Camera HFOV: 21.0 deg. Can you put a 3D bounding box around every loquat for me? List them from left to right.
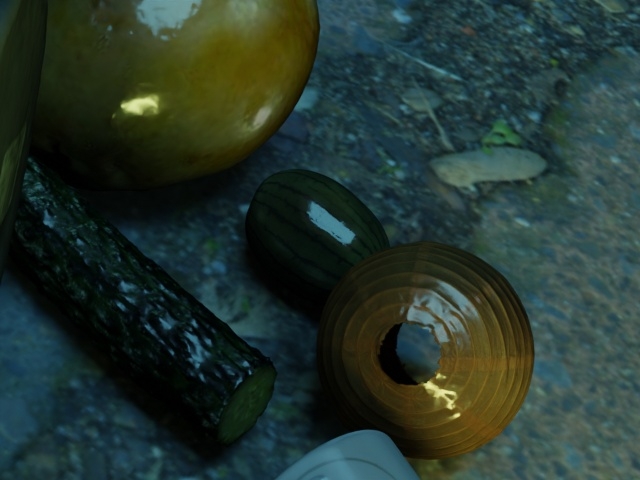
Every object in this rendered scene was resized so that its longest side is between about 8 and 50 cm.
[{"bbox_3d":[-0.107,-0.126,1.137,0.227,0.179,0.179,-25,62,-37],"label":"loquat"}]

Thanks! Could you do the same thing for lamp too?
[{"bbox_3d":[0.063,0.068,1.055,0.136,0.136,0.136,13,43,-13],"label":"lamp"}]

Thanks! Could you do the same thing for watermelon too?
[{"bbox_3d":[0.000,0.000,1.137,0.111,0.078,0.078,42,45,16],"label":"watermelon"}]

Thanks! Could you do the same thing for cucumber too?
[{"bbox_3d":[-0.147,0.014,1.062,0.293,0.067,0.067,40,44,21],"label":"cucumber"}]

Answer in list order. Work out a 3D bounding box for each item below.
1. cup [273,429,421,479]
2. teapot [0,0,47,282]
[{"bbox_3d":[0.019,0.187,0.940,0.136,0.099,0.133,-14,56,-36],"label":"cup"},{"bbox_3d":[-0.342,-0.072,0.921,0.362,0.305,0.376,12,15,-4],"label":"teapot"}]
